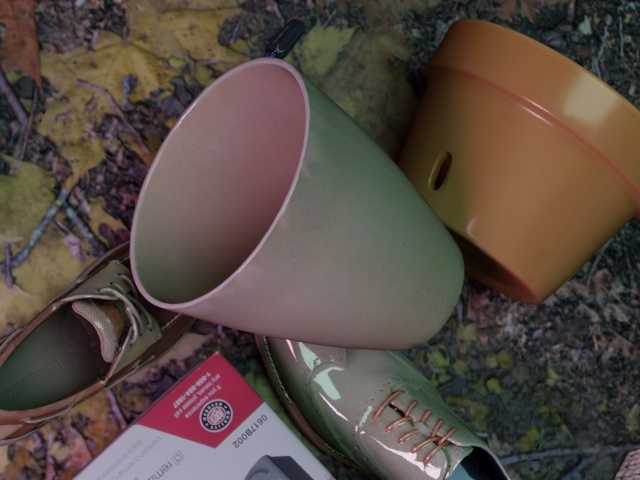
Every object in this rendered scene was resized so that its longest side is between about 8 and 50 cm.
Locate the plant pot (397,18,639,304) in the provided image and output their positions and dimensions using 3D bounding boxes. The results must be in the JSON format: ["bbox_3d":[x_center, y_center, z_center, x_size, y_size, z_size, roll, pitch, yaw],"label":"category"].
[{"bbox_3d":[0.204,-0.068,1.929,0.291,0.291,0.203,36,83,-15],"label":"plant pot"}]

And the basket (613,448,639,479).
[{"bbox_3d":[0.407,0.309,2.021,0.167,0.113,0.103,36,62,-14],"label":"basket"}]

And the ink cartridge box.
[{"bbox_3d":[-0.088,0.296,1.753,0.306,0.131,0.226,46,62,2],"label":"ink cartridge box"}]

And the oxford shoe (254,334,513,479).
[{"bbox_3d":[0.095,0.192,1.874,0.397,0.146,0.140,46,67,-9],"label":"oxford shoe"}]

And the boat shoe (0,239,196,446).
[{"bbox_3d":[-0.212,0.090,1.768,0.324,0.116,0.123,-40,97,-27],"label":"boat shoe"}]

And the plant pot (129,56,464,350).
[{"bbox_3d":[0.000,0.000,1.763,0.274,0.256,0.256,30,67,-34],"label":"plant pot"}]

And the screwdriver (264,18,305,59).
[{"bbox_3d":[-0.068,-0.173,1.948,0.025,0.024,0.170,28,67,13],"label":"screwdriver"}]
